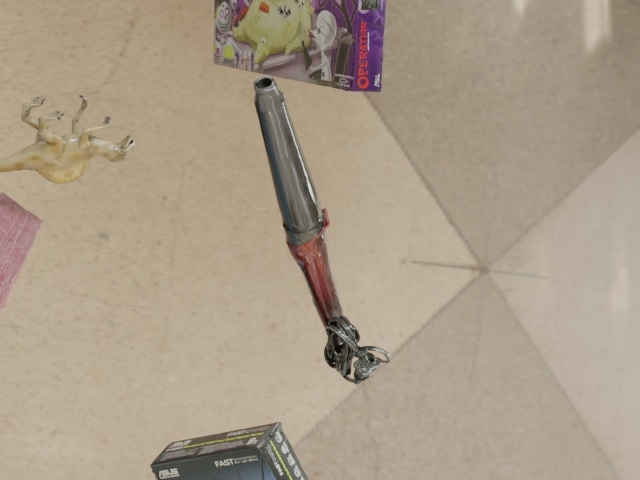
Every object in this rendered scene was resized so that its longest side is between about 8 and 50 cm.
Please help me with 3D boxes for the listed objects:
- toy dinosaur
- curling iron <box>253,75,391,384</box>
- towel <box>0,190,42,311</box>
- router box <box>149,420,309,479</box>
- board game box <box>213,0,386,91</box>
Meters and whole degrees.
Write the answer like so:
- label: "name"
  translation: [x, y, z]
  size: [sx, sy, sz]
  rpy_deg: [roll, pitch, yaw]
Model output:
- label: "toy dinosaur"
  translation: [-0.281, -0.097, 1.163]
  size: [0.183, 0.053, 0.092]
  rpy_deg: [-11, 125, -16]
- label: "curling iron"
  translation: [0.000, 0.000, 0.790]
  size: [0.035, 0.068, 0.274]
  rpy_deg: [-35, 130, -23]
- label: "towel"
  translation: [-0.435, -0.061, 1.104]
  size: [0.329, 0.237, 0.037]
  rpy_deg: [38, 104, -16]
- label: "router box"
  translation: [-0.068, 0.204, 0.917]
  size: [0.092, 0.122, 0.038]
  rpy_deg: [64, 34, -14]
- label: "board game box"
  translation: [-0.035, -0.306, 1.398]
  size: [0.056, 0.347, 0.208]
  rpy_deg: [-2, 103, -33]
